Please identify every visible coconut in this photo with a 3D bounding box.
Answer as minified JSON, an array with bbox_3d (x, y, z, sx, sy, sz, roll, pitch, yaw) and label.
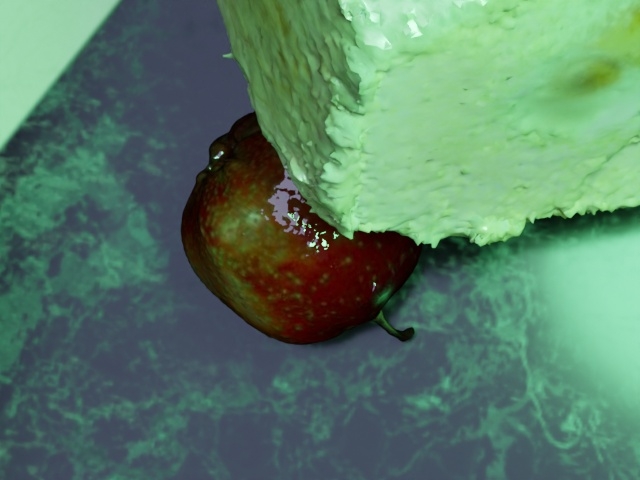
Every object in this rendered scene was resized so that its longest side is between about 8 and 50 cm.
[{"bbox_3d":[0.118,-0.222,1.140,0.404,0.404,0.405,0,86,5],"label":"coconut"}]

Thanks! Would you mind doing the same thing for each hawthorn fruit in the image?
[{"bbox_3d":[0.000,0.000,1.265,0.157,0.157,0.194,-41,104,1],"label":"hawthorn fruit"}]
